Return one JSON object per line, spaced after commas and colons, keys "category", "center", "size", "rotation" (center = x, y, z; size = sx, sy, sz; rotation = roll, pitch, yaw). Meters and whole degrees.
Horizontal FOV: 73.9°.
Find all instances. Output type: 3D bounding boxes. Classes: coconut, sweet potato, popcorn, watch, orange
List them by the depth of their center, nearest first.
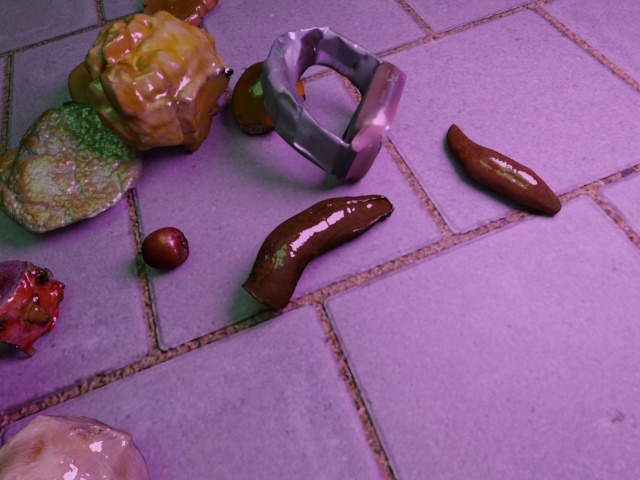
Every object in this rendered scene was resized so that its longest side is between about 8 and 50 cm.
{"category": "coconut", "center": [-0.285, 0.287, 0.473], "size": [0.194, 0.194, 0.194], "rotation": [-3, 58, 5]}
{"category": "sweet potato", "center": [-0.003, 0.001, 0.682], "size": [0.285, 0.085, 0.112], "rotation": [-32, 94, -25]}
{"category": "sweet potato", "center": [0.296, -0.128, 0.734], "size": [0.078, 0.058, 0.255], "rotation": [-24, 54, -27]}
{"category": "watch", "center": [0.010, -0.257, 0.747], "size": [0.241, 0.162, 0.253], "rotation": [23, 60, -4]}
{"category": "popcorn", "center": [-0.293, -0.291, 0.800], "size": [0.215, 0.252, 0.286], "rotation": [8, 53, 26]}
{"category": "orange", "center": [-0.110, -0.298, 0.863], "size": [0.160, 0.112, 0.170], "rotation": [-19, 46, -4]}

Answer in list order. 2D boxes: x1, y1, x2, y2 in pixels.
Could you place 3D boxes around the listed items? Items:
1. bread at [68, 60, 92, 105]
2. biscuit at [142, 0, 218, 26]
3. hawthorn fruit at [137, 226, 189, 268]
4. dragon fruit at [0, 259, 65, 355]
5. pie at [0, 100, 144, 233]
{"category": "bread", "center": [-0.455, -0.366, 0.949], "size": [0.217, 0.098, 0.147], "rotation": [-23, 55, -9]}
{"category": "biscuit", "center": [-0.392, -0.626, 1.137], "size": [0.212, 0.041, 0.239], "rotation": [-39, 61, -10]}
{"category": "hawthorn fruit", "center": [-0.257, 0.014, 0.704], "size": [0.077, 0.077, 0.077], "rotation": [-3, 58, 5]}
{"category": "dragon fruit", "center": [-0.452, 0.088, 0.667], "size": [0.096, 0.102, 0.147], "rotation": [-25, 54, -11]}
{"category": "pie", "center": [-0.472, -0.138, 0.806], "size": [0.257, 0.105, 0.274], "rotation": [32, 67, 14]}
